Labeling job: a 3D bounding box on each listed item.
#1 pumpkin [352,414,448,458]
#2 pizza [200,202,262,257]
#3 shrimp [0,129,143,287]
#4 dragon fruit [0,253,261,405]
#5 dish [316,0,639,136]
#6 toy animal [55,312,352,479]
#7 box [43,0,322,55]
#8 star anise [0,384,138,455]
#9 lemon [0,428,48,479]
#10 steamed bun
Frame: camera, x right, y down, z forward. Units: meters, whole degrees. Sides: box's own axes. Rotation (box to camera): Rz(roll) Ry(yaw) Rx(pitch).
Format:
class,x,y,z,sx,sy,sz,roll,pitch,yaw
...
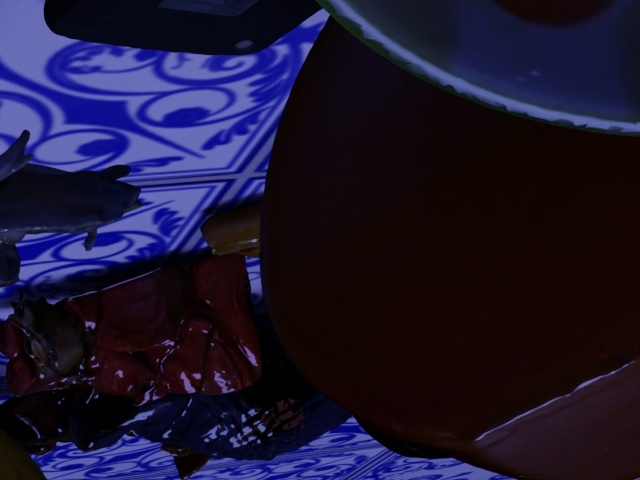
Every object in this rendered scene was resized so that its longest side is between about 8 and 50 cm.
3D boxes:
class,x,y,z,sx,sy,sz,roll,pitch,yaw
pumpkin,0.114,0.066,1.369,0.220,0.162,0.220,-23,178,-1
pizza,0.000,0.000,1.334,0.184,0.036,0.176,-6,163,-18
shrimp,-0.220,-0.069,0.752,0.360,0.085,0.247,16,127,-30
dragon fruit,-0.144,0.049,1.390,0.192,0.122,0.092,-8,125,-1
dish,0.130,-0.181,0.586,0.324,0.124,0.324,-2,142,-1
toy animal,-0.067,0.124,1.559,0.298,0.122,0.185,-7,163,-19
box,-0.052,-0.119,0.902,0.126,0.027,0.125,1,161,-35
star anise,-0.215,0.152,1.677,0.168,0.057,0.168,-11,169,-2
lemon,-0.334,0.252,1.552,0.310,0.253,0.253,23,153,-15
steamed bun,0.158,-0.065,0.824,0.379,0.248,0.235,-28,157,16
